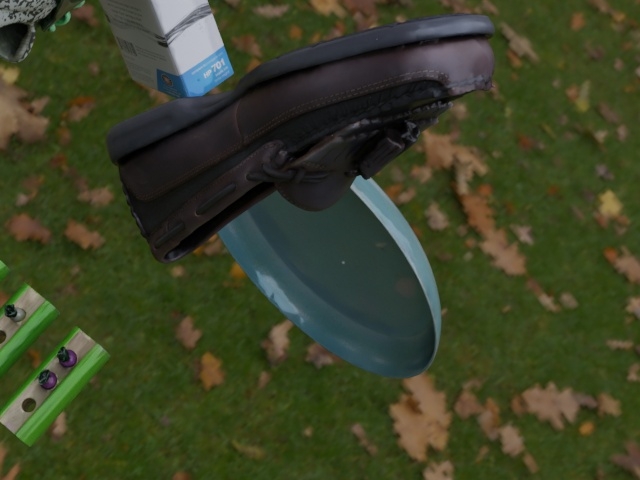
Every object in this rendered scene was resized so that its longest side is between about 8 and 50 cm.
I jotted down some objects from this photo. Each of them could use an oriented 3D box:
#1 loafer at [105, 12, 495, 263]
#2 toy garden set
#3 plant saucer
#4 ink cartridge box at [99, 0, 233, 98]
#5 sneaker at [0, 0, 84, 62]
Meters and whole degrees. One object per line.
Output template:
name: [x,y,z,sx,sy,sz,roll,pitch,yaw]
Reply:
loafer: [-0.013,-0.052,0.727,0.109,0.302,0.095,-10,89,-42]
toy garden set: [-0.348,0.101,1.134,0.244,0.049,0.204,36,75,18]
plant saucer: [0.000,0.000,1.214,0.317,0.317,0.043,46,65,1]
ink cartridge box: [-0.202,-0.281,1.560,0.082,0.191,0.139,-37,40,-25]
sneaker: [-0.281,-0.270,1.248,0.158,0.182,0.410,31,15,6]
